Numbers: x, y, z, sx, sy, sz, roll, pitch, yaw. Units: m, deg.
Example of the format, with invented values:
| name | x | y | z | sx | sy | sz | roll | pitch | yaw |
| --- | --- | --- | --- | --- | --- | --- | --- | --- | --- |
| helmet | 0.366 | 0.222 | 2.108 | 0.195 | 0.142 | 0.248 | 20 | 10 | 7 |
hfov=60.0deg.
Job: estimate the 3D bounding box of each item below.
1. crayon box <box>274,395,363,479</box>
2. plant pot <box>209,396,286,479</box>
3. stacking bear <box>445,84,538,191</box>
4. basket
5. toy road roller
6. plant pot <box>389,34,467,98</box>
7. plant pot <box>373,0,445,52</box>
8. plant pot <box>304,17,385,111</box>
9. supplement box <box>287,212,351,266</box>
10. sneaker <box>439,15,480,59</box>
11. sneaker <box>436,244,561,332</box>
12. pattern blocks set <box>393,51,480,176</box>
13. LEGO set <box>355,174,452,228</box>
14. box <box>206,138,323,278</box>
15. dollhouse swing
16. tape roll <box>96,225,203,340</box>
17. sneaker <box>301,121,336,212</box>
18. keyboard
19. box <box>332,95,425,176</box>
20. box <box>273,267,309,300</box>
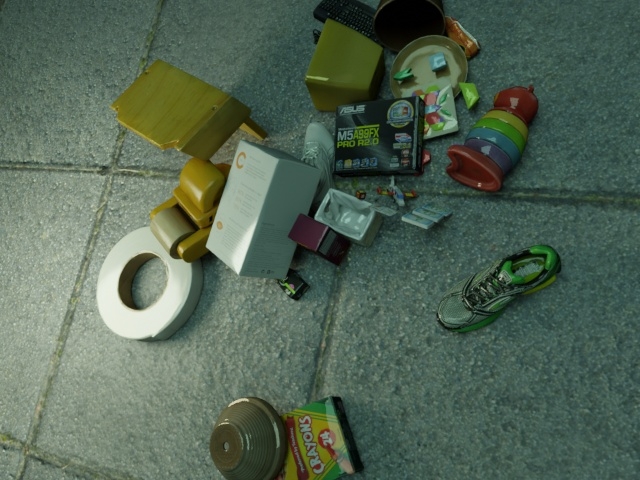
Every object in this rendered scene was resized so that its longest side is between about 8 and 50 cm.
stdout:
| name | x | y | z | sx | sy | sz | roll | pitch | yaw |
| --- | --- | --- | --- | --- | --- | --- | --- | --- | --- |
| crayon box | -0.068 | 0.572 | 1.500 | 0.319 | 0.081 | 0.202 | -26 | 66 | 14 |
| plant pot | -0.216 | 0.539 | 1.467 | 0.237 | 0.110 | 0.237 | -9 | 74 | 33 |
| stacking bear | 0.485 | -0.292 | 1.500 | 0.164 | 0.175 | 0.289 | 30 | 79 | 19 |
| basket | 0.087 | -0.063 | 1.619 | 0.167 | 0.103 | 0.113 | 25 | 85 | 26 |
| toy road roller | -0.382 | -0.117 | 1.724 | 0.330 | 0.240 | 0.202 | -38 | 62 | -14 |
| plant pot | 0.327 | -0.500 | 1.676 | 0.236 | 0.032 | 0.236 | -2 | 84 | 24 |
| plant pot | 0.280 | -0.741 | 1.706 | 0.215 | 0.215 | 0.230 | -3 | 62 | 22 |
| plant pot | 0.089 | -0.518 | 1.714 | 0.187 | 0.212 | 0.212 | 18 | 81 | 12 |
| supplement box | 0.000 | 0.000 | 1.587 | 0.104 | 0.188 | 0.080 | 26 | 86 | 27 |
| sneaker | 0.409 | -0.621 | 1.681 | 0.067 | 0.064 | 0.175 | -41 | 60 | 17 |
| sneaker | 0.438 | 0.109 | 1.396 | 0.344 | 0.146 | 0.134 | -36 | 64 | 10 |
| pattern blocks set | 0.322 | -0.381 | 1.629 | 0.285 | 0.026 | 0.324 | -27 | 72 | 19 |
| LEGO set | 0.227 | -0.113 | 1.538 | 0.244 | 0.182 | 0.060 | 22 | 118 | 28 |
| box | -0.169 | -0.089 | 1.615 | 0.215 | 0.168 | 0.345 | 33 | 108 | 46 |
| dollhouse swing | -0.399 | -0.363 | 1.771 | 0.347 | 0.305 | 0.315 | 32 | 74 | 27 |
| tape roll | -0.573 | 0.144 | 1.849 | 0.392 | 0.072 | 0.391 | -7 | 71 | 21 |
| sneaker | -0.009 | -0.238 | 1.699 | 0.111 | 0.129 | 0.297 | -12 | 69 | 20 |
| keyboard | 0.092 | -0.715 | 1.860 | 0.317 | 0.033 | 0.201 | 39 | 91 | 28 |
| box | 0.170 | -0.304 | 1.649 | 0.270 | 0.060 | 0.216 | 1 | 85 | 30 |
| box | -0.086 | 0.129 | 1.660 | 0.062 | 0.052 | 0.083 | -49 | 61 | 3 |
